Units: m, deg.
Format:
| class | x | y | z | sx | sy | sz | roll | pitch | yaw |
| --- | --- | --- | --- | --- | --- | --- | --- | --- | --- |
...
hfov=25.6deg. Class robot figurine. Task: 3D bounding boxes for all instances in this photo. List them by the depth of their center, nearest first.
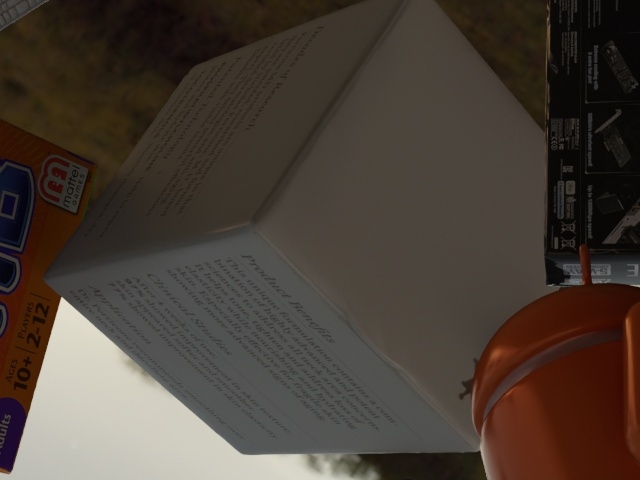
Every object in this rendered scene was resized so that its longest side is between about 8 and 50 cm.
| class | x | y | z | sx | sy | sz | roll | pitch | yaw |
| --- | --- | --- | --- | --- | --- | --- | --- | --- | --- |
| robot figurine | 0.145 | 0.110 | 0.668 | 0.158 | 0.128 | 0.219 | 41 | -154 | -44 |

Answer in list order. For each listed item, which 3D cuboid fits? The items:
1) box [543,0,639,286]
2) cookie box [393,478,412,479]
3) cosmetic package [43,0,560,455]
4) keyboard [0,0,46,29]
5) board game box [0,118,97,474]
| class | x | y | z | sx | sy | sz | roll | pitch | yaw |
| --- | --- | --- | --- | --- | --- | --- | --- | --- | --- |
| box | 0.295 | -0.119 | 1.087 | 0.242 | 0.307 | 0.076 | -1 | 159 | 11 |
| cookie box | 0.062 | 0.276 | 1.232 | 0.040 | 0.107 | 0.092 | 0 | -135 | -23 |
| cosmetic package | 0.000 | 0.000 | 1.452 | 0.329 | 0.327 | 0.393 | 46 | 148 | -24 |
| keyboard | -0.420 | -0.317 | 1.846 | 0.014 | 0.256 | 0.072 | -15 | -96 | -55 |
| board game box | -0.527 | 0.027 | 1.536 | 0.356 | 0.356 | 0.356 | -1 | 160 | 46 |
